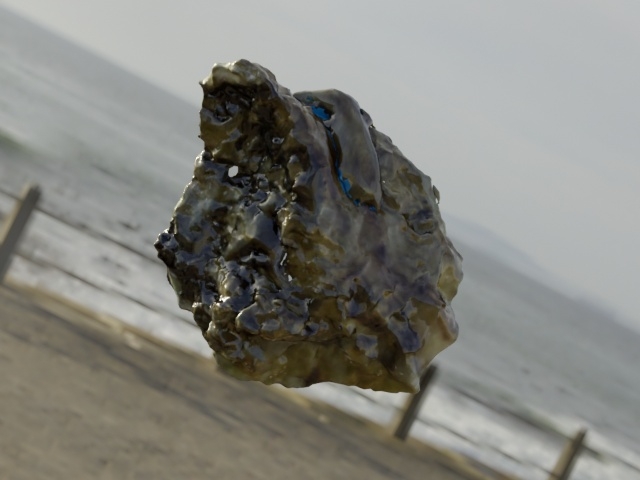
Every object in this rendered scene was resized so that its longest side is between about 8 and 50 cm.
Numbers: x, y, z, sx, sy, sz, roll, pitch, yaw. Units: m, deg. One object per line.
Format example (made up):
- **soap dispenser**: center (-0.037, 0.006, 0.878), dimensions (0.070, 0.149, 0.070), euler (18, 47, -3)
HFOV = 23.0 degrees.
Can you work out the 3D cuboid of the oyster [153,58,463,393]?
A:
- **oyster**: center (0.000, 0.000, 1.090), dimensions (0.223, 0.214, 0.083), euler (13, -1, -6)
